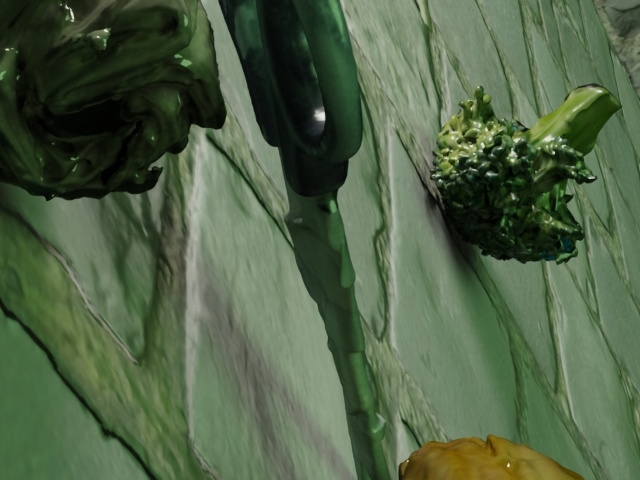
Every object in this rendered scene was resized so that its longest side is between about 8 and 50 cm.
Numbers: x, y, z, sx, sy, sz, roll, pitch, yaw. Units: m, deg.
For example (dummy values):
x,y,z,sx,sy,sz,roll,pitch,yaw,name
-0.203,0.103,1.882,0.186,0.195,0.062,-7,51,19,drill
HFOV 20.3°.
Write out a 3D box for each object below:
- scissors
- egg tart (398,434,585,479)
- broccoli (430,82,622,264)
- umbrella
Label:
x,y,z,sx,sy,sz,roll,pitch,yaw,name
0.000,0.000,0.849,0.256,0.029,0.383,-120,-166,-56,scissors
0.138,0.288,0.762,0.443,0.178,0.443,55,0,0,egg tart
0.163,-0.060,1.382,0.167,0.160,0.154,35,10,-45,broccoli
-0.113,-0.184,0.749,0.106,0.113,0.357,42,29,-59,umbrella
